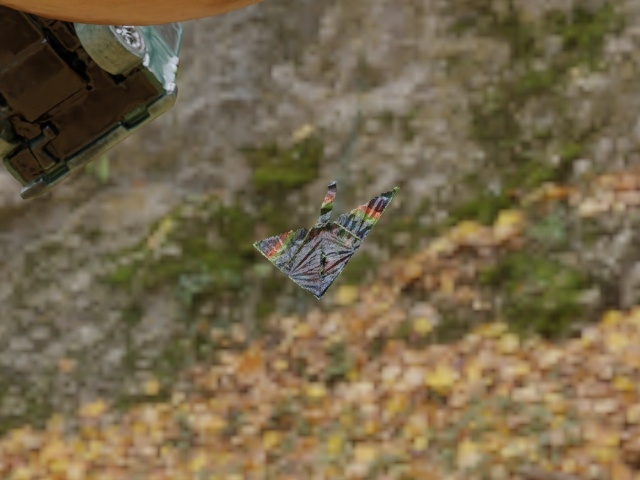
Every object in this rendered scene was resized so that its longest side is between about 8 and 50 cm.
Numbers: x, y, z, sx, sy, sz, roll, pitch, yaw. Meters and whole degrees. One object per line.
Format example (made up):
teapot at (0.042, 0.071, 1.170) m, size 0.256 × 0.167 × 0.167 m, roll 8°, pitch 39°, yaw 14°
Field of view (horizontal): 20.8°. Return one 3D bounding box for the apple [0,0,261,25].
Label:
apple at (-0.082, -0.240, 0.790) m, size 0.299 × 0.299 × 0.275 m, roll -2°, pitch 7°, yaw 13°

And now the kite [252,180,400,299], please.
kite at (0.000, 0.000, 1.149) m, size 0.122 × 0.090 × 0.004 m, roll -16°, pitch -36°, yaw 35°

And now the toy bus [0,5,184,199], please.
toy bus at (-0.203, -0.169, 1.045) m, size 0.128 × 0.256 × 0.147 m, roll -32°, pitch 23°, yaw 17°
